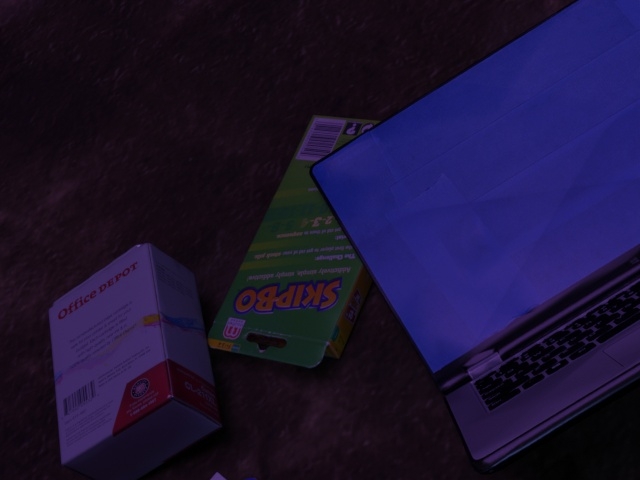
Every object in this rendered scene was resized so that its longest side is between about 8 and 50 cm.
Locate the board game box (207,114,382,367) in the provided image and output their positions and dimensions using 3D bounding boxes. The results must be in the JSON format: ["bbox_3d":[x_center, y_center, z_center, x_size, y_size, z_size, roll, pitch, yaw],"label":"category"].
[{"bbox_3d":[0.000,0.000,1.279,0.124,0.039,0.259,8,59,32],"label":"board game box"}]

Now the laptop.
[{"bbox_3d":[0.206,-0.055,1.077,0.382,0.408,0.236,-32,93,3],"label":"laptop"}]

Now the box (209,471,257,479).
[{"bbox_3d":[-0.089,0.252,1.144,0.081,0.028,0.136,30,75,39],"label":"box"}]

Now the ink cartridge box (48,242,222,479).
[{"bbox_3d":[-0.166,0.109,1.241,0.127,0.072,0.175,-33,46,21],"label":"ink cartridge box"}]
